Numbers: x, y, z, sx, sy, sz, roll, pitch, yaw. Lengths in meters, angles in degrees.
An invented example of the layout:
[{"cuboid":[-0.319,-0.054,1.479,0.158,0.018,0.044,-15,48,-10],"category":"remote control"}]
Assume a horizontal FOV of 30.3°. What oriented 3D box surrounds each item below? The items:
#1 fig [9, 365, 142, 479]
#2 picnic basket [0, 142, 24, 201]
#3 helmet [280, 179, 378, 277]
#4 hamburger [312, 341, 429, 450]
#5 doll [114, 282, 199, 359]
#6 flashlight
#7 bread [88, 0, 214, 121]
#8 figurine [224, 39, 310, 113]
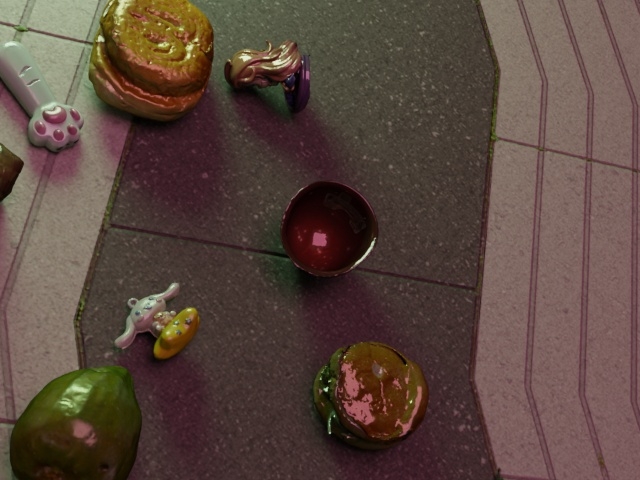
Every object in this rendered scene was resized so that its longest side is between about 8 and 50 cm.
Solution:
[{"cuboid":[-0.313,0.250,1.597,0.167,0.167,0.233,36,62,-5],"category":"fig"},{"cuboid":[-0.528,-0.083,1.685,0.138,0.128,0.178,37,44,-2],"category":"picnic basket"},{"cuboid":[0.000,0.000,1.918,0.155,0.106,0.175,34,60,-3],"category":"helmet"},{"cuboid":[0.070,0.244,1.828,0.185,0.113,0.177,-39,91,-28],"category":"hamburger"},{"cuboid":[-0.238,0.118,1.772,0.113,0.071,0.135,13,51,1],"category":"doll"},{"cuboid":[-0.447,-0.231,1.856,0.093,0.047,0.200,-28,79,-34],"category":"flashlight"},{"cuboid":[-0.272,-0.309,1.940,0.198,0.120,0.236,20,58,-19],"category":"bread"},{"cuboid":[-0.083,-0.295,2.034,0.157,0.114,0.126,22,22,-9],"category":"figurine"}]
